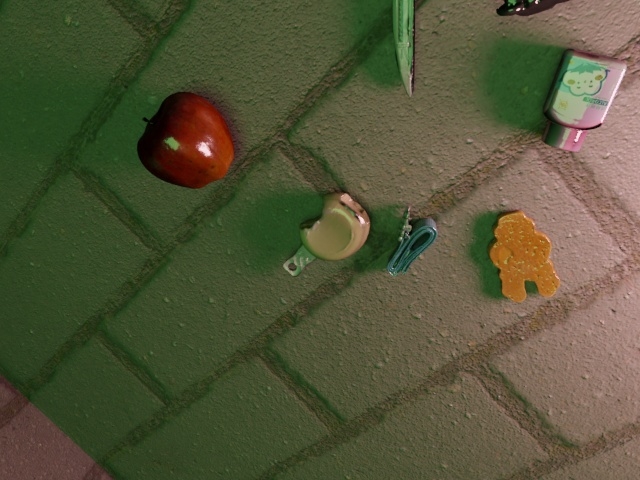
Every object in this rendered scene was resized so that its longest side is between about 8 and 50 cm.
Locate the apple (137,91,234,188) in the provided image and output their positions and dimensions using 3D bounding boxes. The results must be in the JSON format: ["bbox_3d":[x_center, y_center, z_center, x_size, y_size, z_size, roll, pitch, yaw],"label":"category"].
[{"bbox_3d":[-0.335,-0.239,1.330,0.234,0.234,0.233,7,115,15],"label":"apple"}]

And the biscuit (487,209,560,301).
[{"bbox_3d":[0.482,0.038,1.291,0.144,0.040,0.236,-17,106,16],"label":"biscuit"}]

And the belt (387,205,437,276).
[{"bbox_3d":[0.213,0.010,1.350,0.100,0.065,0.179,28,119,-7],"label":"belt"}]

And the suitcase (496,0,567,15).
[{"bbox_3d":[0.427,-0.596,0.900,0.340,0.188,0.345,-12,126,20],"label":"suitcase"}]

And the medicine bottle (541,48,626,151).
[{"bbox_3d":[0.526,-0.283,1.096,0.119,0.094,0.187,17,117,12],"label":"medicine bottle"}]

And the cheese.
[{"bbox_3d":[0.000,0.000,1.400,0.163,0.082,0.286,47,119,-6],"label":"cheese"}]

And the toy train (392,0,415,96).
[{"bbox_3d":[0.179,-0.437,1.160,0.048,0.055,0.251,3,114,16],"label":"toy train"}]
